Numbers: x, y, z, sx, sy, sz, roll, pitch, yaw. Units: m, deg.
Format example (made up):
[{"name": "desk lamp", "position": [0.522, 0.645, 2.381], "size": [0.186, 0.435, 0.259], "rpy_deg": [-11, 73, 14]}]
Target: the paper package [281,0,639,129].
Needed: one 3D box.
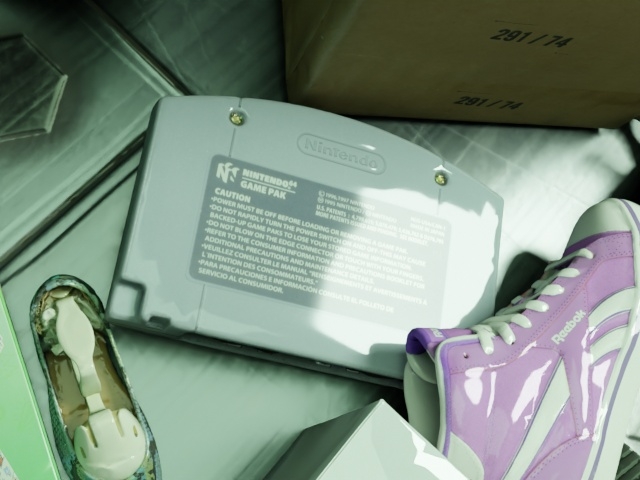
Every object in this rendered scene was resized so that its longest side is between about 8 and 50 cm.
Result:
[{"name": "paper package", "position": [0.149, -0.210, 0.688], "size": [0.324, 0.309, 0.168], "rpy_deg": [0, 79, -14]}]

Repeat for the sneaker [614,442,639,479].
[{"name": "sneaker", "position": [0.265, 0.282, 0.694], "size": [0.122, 0.146, 0.330], "rpy_deg": [-39, 63, 4]}]

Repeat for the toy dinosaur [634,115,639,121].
[{"name": "toy dinosaur", "position": [0.368, -0.052, 0.823], "size": [0.313, 0.121, 0.160], "rpy_deg": [-12, 94, -28]}]

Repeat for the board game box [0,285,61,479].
[{"name": "board game box", "position": [-0.323, 0.070, 0.625], "size": [0.213, 0.046, 0.317], "rpy_deg": [-17, 79, -19]}]

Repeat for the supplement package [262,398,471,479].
[{"name": "supplement package", "position": [0.042, 0.233, 0.594], "size": [0.203, 0.194, 0.149], "rpy_deg": [42, 68, -1]}]

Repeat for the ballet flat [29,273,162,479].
[{"name": "ballet flat", "position": [-0.162, 0.111, 0.645], "size": [0.070, 0.070, 0.188], "rpy_deg": [-22, 81, -19]}]

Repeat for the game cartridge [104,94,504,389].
[{"name": "game cartridge", "position": [0.000, 0.000, 0.712], "size": [0.297, 0.062, 0.198], "rpy_deg": [15, 67, -17]}]

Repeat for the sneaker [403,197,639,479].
[{"name": "sneaker", "position": [0.153, 0.063, 0.675], "size": [0.161, 0.102, 0.282], "rpy_deg": [26, 62, -7]}]
